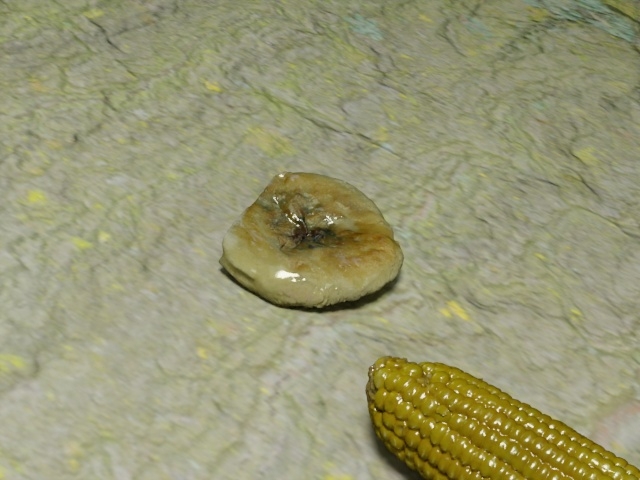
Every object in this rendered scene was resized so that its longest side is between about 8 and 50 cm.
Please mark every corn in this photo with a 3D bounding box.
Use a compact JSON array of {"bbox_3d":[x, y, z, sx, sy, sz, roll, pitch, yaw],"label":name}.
[{"bbox_3d":[0.169,0.199,0.979,0.322,0.119,0.119,28,35,30],"label":"corn"}]

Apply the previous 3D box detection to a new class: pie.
[{"bbox_3d":[-0.001,0.003,1.271,0.185,0.052,0.218,24,35,6],"label":"pie"}]
